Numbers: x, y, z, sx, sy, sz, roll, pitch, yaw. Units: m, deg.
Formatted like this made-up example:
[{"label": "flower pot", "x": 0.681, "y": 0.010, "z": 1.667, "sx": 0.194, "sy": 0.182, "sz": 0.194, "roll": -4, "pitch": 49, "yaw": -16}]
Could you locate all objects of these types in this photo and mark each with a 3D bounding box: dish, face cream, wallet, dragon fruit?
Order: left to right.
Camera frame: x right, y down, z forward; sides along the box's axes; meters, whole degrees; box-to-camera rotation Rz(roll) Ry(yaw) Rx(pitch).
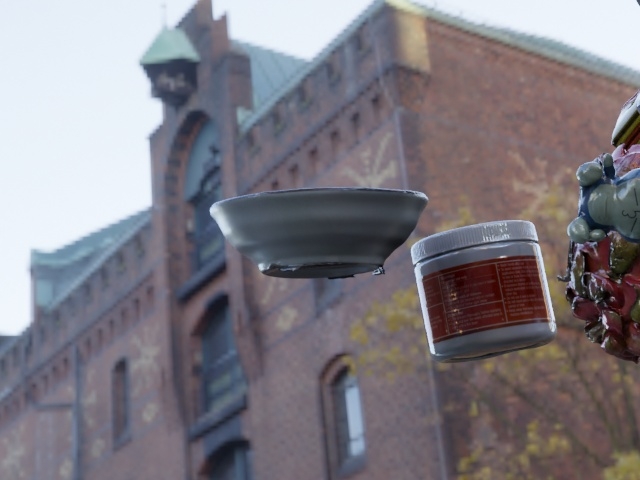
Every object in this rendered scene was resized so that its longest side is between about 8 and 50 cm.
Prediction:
[{"label": "dish", "x": 0.000, "y": 0.000, "z": 1.831, "sx": 0.316, "sy": 0.106, "sz": 0.316, "roll": -2, "pitch": -7, "yaw": 0}, {"label": "face cream", "x": 0.253, "y": 0.083, "z": 2.030, "sx": 0.201, "sy": 0.187, "sz": 0.201, "roll": -10, "pitch": -11, "yaw": -2}, {"label": "wallet", "x": 0.604, "y": -0.274, "z": 2.312, "sx": 0.067, "sy": 0.141, "sz": 0.241, "roll": 32, "pitch": -50, "yaw": -5}, {"label": "dragon fruit", "x": 0.446, "y": 0.027, "z": 1.688, "sx": 0.269, "sy": 0.291, "sz": 0.250, "roll": 5, "pitch": -20, "yaw": 9}]

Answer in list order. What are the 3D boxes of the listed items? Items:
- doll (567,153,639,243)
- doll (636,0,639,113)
[{"label": "doll", "x": 0.250, "y": -0.034, "z": 1.075, "sx": 0.083, "sy": 0.076, "sz": 0.050, "roll": 9, "pitch": 20, "yaw": 19}, {"label": "doll", "x": 0.396, "y": -0.179, "z": 1.340, "sx": 0.153, "sy": 0.195, "sz": 0.258, "roll": -12, "pitch": -47, "yaw": 15}]
